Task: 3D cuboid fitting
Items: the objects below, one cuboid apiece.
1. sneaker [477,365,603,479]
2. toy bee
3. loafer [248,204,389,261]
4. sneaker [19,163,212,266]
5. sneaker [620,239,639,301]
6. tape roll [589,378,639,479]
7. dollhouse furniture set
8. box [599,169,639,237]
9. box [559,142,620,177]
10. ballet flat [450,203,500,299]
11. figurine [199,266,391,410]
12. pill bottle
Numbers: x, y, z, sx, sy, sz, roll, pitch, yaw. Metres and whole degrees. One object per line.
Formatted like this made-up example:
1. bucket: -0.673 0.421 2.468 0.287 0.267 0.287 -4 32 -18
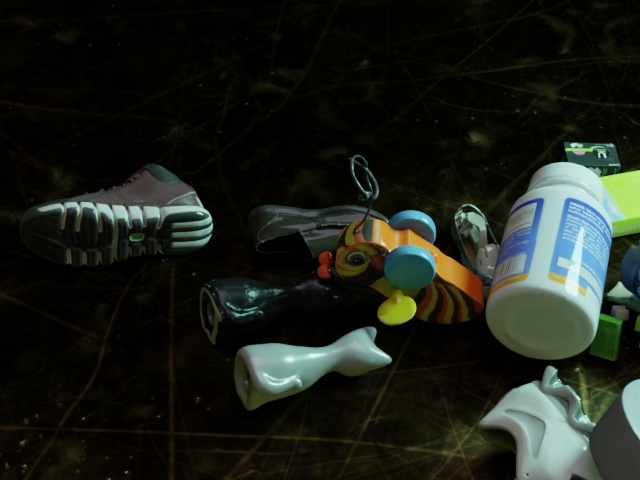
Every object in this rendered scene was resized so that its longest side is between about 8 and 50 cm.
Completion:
1. sneaker: 0.308 0.313 1.532 0.146 0.122 0.330 -30 49 -7
2. toy bee: 0.086 0.019 1.781 0.162 0.298 0.195 -29 12 29
3. loafer: 0.000 0.000 1.893 0.220 0.080 0.078 1 51 7
4. sneaker: -0.312 -0.047 1.919 0.281 0.106 0.162 1 36 -17
5. sneaker: 0.599 0.056 1.780 0.341 0.125 0.139 -10 33 -7
6. tape roll: 0.420 0.260 1.464 0.219 0.072 0.219 23 28 -13
7. dollhouse furniture set: 0.431 0.116 1.809 0.076 0.058 0.152 16 24 26
8. box: 0.444 -0.052 1.983 0.178 0.042 0.109 -10 43 -12
9. box: 0.431 -0.119 2.051 0.083 0.052 0.062 2 41 -2
10. ballet flat: 0.238 0.016 1.884 0.070 0.070 0.188 -11 44 -14
11. figurine: -0.031 0.124 1.742 0.210 0.092 0.215 -12 44 -22
12. pill bottle: 0.329 0.021 1.799 0.152 0.152 0.272 12 48 11
